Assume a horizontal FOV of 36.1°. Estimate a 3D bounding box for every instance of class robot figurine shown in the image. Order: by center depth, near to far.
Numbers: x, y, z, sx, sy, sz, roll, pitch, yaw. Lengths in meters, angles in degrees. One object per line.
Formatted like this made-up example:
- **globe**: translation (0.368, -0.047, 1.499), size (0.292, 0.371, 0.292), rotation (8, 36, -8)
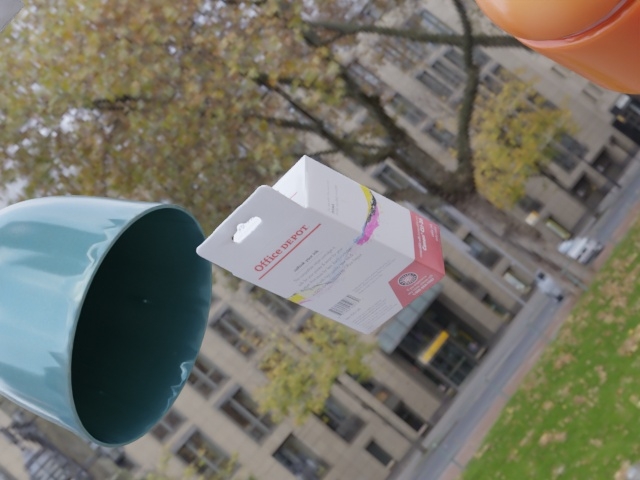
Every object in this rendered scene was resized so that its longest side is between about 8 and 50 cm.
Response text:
- **robot figurine**: translation (0.175, -0.166, 0.599), size (0.219, 0.158, 0.128), rotation (14, -24, -43)

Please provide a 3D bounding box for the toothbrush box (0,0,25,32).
- **toothbrush box**: translation (-0.514, -0.276, 1.090), size (0.296, 0.216, 0.126), rotation (-6, 45, 37)

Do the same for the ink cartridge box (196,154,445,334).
- **ink cartridge box**: translation (0.000, 0.000, 0.887), size (0.115, 0.198, 0.067), rotation (-41, 35, 36)

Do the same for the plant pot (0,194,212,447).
- **plant pot**: translation (-0.307, 0.077, 1.193), size (0.293, 0.235, 0.292), rotation (13, -90, -69)
